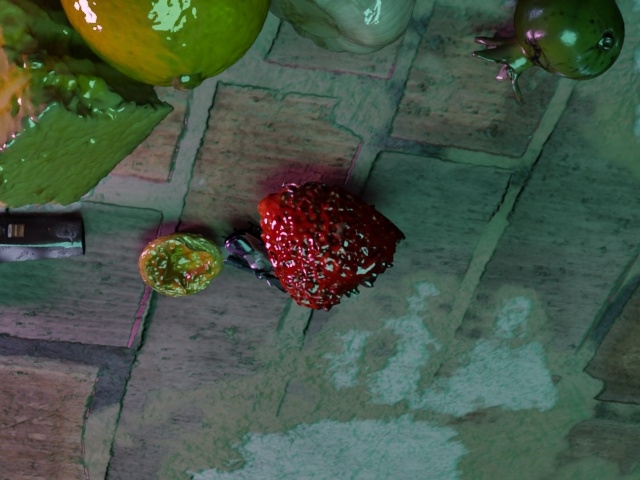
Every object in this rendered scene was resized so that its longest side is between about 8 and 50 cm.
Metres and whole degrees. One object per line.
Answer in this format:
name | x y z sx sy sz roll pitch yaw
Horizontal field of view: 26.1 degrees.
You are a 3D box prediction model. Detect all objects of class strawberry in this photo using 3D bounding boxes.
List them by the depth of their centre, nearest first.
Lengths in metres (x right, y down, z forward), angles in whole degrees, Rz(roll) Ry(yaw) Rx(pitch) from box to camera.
strawberry | 0.000 0.000 1.965 0.201 0.187 0.184 37 85 -18

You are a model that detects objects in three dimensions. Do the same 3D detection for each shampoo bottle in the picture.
shampoo bottle | -0.443 -0.001 1.976 0.207 0.057 0.063 -1 141 -5

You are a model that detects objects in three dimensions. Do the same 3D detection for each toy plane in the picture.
toy plane | -0.088 0.031 2.047 0.053 0.078 0.197 -31 145 17

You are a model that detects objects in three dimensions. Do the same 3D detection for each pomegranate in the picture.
pomegranate | 0.294 -0.262 1.782 0.191 0.131 0.152 -21 137 22

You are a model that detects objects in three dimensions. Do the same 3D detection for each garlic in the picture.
garlic | 0.040 -0.344 1.664 0.212 0.218 0.218 -53 131 -14

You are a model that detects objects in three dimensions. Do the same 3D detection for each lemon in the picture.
lemon | -0.176 -0.306 1.542 0.267 0.267 0.267 -4 134 -4

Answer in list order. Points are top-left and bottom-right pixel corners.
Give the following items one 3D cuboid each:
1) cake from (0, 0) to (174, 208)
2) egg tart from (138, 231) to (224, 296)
cake | -0.363 -0.212 1.656 0.227 0.286 0.222 -39 161 26
egg tart | -0.207 0.030 2.043 0.130 0.052 0.130 -4 133 -5
